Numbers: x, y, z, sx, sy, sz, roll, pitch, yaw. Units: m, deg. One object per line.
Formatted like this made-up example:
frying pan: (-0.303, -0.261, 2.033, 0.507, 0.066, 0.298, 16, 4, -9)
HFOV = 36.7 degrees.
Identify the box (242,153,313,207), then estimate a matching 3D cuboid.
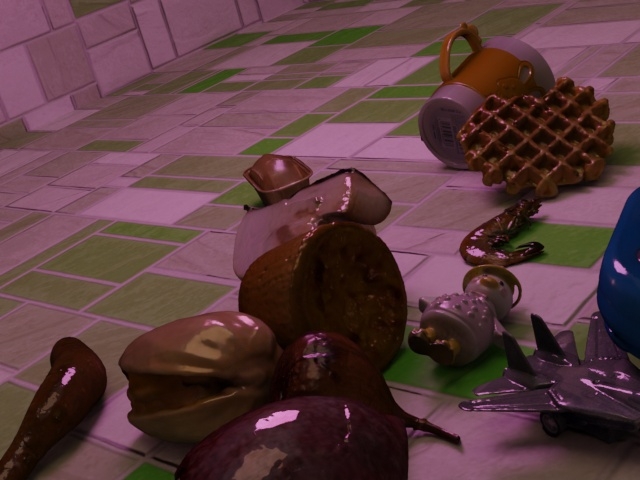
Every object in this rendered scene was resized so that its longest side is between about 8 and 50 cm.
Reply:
box: (-0.077, -0.111, 1.789, 0.111, 0.111, 0.177, -21, 23, -12)

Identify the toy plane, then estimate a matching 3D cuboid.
toy plane: (0.287, 0.163, 0.943, 0.212, 0.088, 0.267, -28, 33, -25)

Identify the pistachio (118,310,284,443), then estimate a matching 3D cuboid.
pistachio: (-0.143, 0.162, 1.142, 0.229, 0.157, 0.157, -11, 22, 29)

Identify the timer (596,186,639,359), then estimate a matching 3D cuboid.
timer: (0.452, 0.043, 0.983, 0.309, 0.115, 0.340, 12, 29, 21)

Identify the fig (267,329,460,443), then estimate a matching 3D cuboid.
fig: (0.046, 0.176, 1.042, 0.201, 0.146, 0.134, 7, -11, -9)

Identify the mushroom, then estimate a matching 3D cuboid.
mushroom: (-0.001, 0.027, 1.395, 0.236, 0.162, 0.173, -21, 42, 40)

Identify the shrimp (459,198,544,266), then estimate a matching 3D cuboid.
shrimp: (0.288, -0.012, 1.406, 0.178, 0.034, 0.124, -29, 29, -25)

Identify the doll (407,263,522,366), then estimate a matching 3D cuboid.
doll: (0.184, 0.089, 1.178, 0.129, 0.081, 0.207, 22, 38, 29)

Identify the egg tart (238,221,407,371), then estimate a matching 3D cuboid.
egg tart: (-0.006, 0.083, 1.206, 0.147, 0.203, 0.202, -13, 18, 44)

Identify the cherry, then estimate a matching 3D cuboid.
cherry: (-0.019, 0.228, 0.873, 0.249, 0.175, 0.192, -28, 11, -23)

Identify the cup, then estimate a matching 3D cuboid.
cup: (0.285, -0.269, 1.756, 0.226, 0.241, 0.185, -41, 17, -33)

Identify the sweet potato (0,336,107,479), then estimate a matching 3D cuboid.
sweet potato: (-0.338, 0.208, 1.266, 0.108, 0.079, 0.346, -40, 17, 19)

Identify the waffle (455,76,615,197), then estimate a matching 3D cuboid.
waffle: (0.352, -0.176, 1.586, 0.253, 0.056, 0.249, 8, 56, 14)
